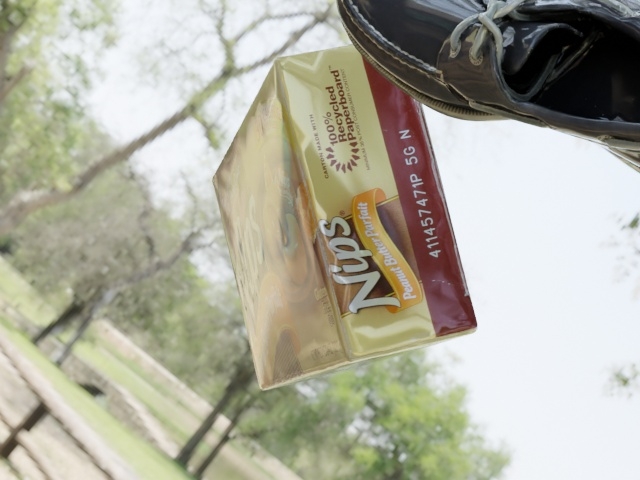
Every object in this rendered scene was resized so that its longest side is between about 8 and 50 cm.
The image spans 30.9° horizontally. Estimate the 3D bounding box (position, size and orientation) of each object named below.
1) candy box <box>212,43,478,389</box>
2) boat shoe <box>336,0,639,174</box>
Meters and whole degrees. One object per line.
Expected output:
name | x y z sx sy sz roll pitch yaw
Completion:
candy box | 0.000 0.000 0.807 0.316 0.088 0.182 139 -61 -75
boat shoe | 0.084 -0.076 0.427 0.206 0.075 0.065 30 -3 29
